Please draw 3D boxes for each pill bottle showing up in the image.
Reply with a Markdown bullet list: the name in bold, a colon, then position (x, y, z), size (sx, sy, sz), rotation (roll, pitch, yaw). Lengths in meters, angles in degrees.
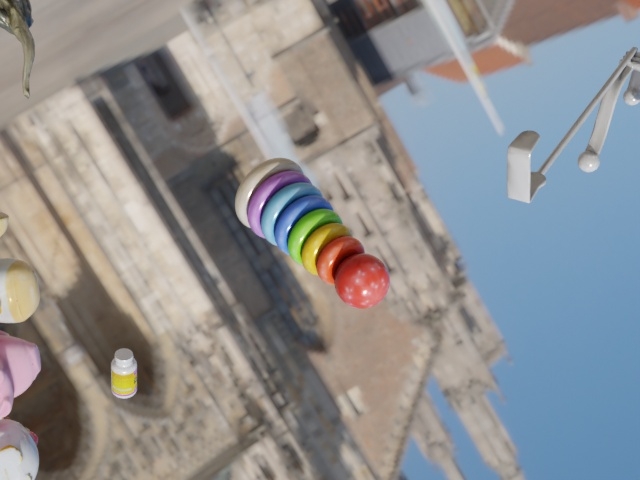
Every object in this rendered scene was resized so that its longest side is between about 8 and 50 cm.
- **pill bottle**: position (-0.328, 0.221, 2.093), size (0.043, 0.083, 0.043), rotation (4, -142, -3)

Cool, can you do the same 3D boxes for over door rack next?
- **over door rack**: position (0.332, -0.069, 1.121), size (0.239, 0.108, 0.324), rotation (16, -149, 27)

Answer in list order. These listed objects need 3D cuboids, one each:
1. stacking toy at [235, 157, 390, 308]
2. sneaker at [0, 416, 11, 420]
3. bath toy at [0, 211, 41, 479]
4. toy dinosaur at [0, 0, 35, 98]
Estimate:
- **stacking toy**: position (0.000, 0.000, 2.083), size (0.141, 0.141, 0.330), rotation (-34, -129, -17)
- **sneaker**: position (-0.497, 0.249, 1.719), size (0.099, 0.262, 0.121), rotation (22, -127, 43)
- **bath toy**: position (-0.388, 0.135, 1.432), size (0.151, 0.348, 0.129), rotation (-13, -156, -21)
- **toy dinosaur**: position (-0.380, -0.285, 1.500), size (0.064, 0.118, 0.268), rotation (-26, -141, 1)
